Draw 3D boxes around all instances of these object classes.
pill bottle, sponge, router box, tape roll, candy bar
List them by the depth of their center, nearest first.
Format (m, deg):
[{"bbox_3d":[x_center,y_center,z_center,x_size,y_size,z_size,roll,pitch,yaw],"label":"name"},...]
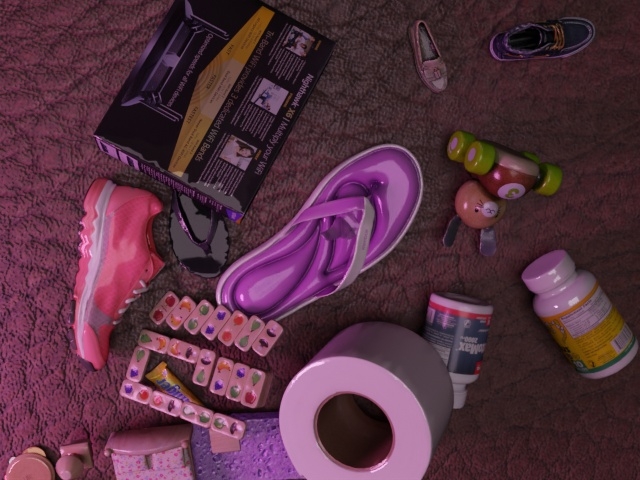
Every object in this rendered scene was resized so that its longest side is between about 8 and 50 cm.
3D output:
[{"bbox_3d":[-0.153,-0.217,1.170,0.242,0.081,0.309,29,78,-4],"label":"router box"},{"bbox_3d":[0.077,0.269,1.243,0.246,0.169,0.246,6,106,21],"label":"tape roll"},{"bbox_3d":[0.223,0.185,1.323,0.107,0.108,0.180,10,96,-7],"label":"pill bottle"},{"bbox_3d":[-0.228,0.274,1.332,0.040,0.018,0.161,-42,98,0],"label":"candy bar"},{"bbox_3d":[0.437,0.123,1.333,0.117,0.117,0.208,-37,99,-1],"label":"pill bottle"},{"bbox_3d":[-0.116,0.353,1.334,0.210,0.031,0.117,0,103,-10],"label":"sponge"}]

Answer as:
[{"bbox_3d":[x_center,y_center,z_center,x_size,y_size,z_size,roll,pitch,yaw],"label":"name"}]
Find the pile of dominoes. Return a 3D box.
[{"bbox_3d":[-0.197,0.194,1.256,0.251,0.040,0.196,15,85,19],"label":"pile of dominoes"}]

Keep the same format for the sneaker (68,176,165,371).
[{"bbox_3d":[-0.320,0.062,1.249,0.136,0.116,0.314,7,96,-8],"label":"sneaker"}]

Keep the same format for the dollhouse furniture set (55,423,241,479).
[{"bbox_3d":[-0.290,0.478,1.240,0.355,0.174,0.303,-7,104,1],"label":"dollhouse furniture set"}]

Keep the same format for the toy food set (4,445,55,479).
[{"bbox_3d":[-0.490,0.395,1.318,0.082,0.020,0.083,-32,99,-1],"label":"toy food set"}]

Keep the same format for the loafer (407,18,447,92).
[{"bbox_3d":[0.179,-0.305,1.294,0.045,0.039,0.125,-24,98,-3],"label":"loafer"}]

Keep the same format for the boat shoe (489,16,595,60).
[{"bbox_3d":[0.378,-0.332,1.289,0.183,0.083,0.065,-12,98,-5],"label":"boat shoe"}]

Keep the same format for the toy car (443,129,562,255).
[{"bbox_3d":[0.275,-0.065,1.291,0.155,0.149,0.188,15,106,-18],"label":"toy car"}]

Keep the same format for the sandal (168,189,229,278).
[{"bbox_3d":[-0.205,-0.060,1.276,0.097,0.054,0.255,-7,97,-5],"label":"sandal"}]

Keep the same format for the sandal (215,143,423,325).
[{"bbox_3d":[0.011,0.011,1.281,0.416,0.102,0.169,-42,99,2],"label":"sandal"}]
